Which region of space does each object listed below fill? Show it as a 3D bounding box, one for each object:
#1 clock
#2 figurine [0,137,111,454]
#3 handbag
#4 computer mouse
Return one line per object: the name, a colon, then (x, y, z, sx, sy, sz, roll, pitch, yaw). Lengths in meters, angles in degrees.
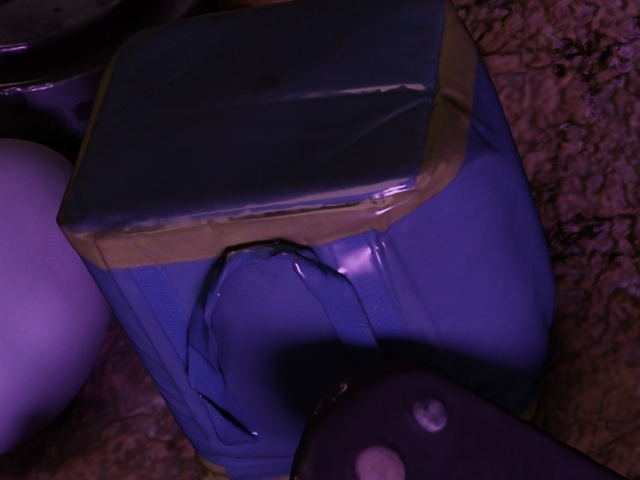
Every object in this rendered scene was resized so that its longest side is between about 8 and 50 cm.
clock: (-0.232, -0.183, 1.463, 0.318, 0.066, 0.319, 0, 42, 0)
figurine: (-0.305, 0.076, 1.365, 0.382, 0.224, 0.205, -28, 83, 34)
handbag: (0.000, 0.000, 1.201, 0.263, 0.241, 0.222, -9, 45, 14)
computer mouse: (0.094, 0.187, 1.096, 0.269, 0.100, 0.170, 31, 56, -4)
